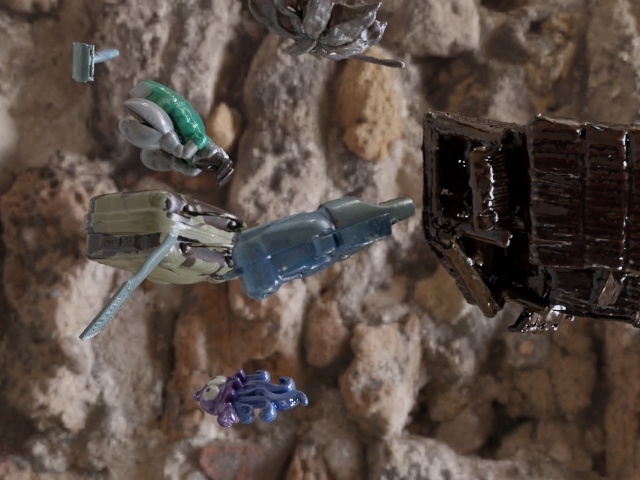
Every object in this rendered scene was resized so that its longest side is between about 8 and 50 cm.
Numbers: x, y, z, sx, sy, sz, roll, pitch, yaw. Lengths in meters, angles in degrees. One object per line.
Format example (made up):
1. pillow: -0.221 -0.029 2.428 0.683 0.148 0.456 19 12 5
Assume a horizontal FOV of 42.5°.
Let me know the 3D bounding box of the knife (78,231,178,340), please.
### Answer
1. knife: -0.285 0.068 1.230 0.210 0.015 0.028 -52 162 -16

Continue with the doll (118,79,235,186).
1. doll: -0.294 -0.205 1.603 0.258 0.153 0.195 32 -23 40

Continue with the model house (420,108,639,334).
1. model house: 0.292 -0.002 0.931 0.297 0.282 0.317 -24 120 -46

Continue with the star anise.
1. star anise: 0.017 -0.439 1.713 0.316 0.359 0.139 92 12 -86

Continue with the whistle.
1. whistle: 0.000 0.000 1.049 0.180 0.269 0.093 164 -93 -73

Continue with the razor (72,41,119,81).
1. razor: -0.400 -0.332 1.491 0.135 0.040 0.068 -55 156 -65

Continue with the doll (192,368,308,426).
1. doll: -0.114 0.249 1.320 0.110 0.205 0.067 -69 149 -50

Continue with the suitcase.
1. suitcase: -0.328 0.003 1.886 0.351 0.339 0.194 20 71 -57
